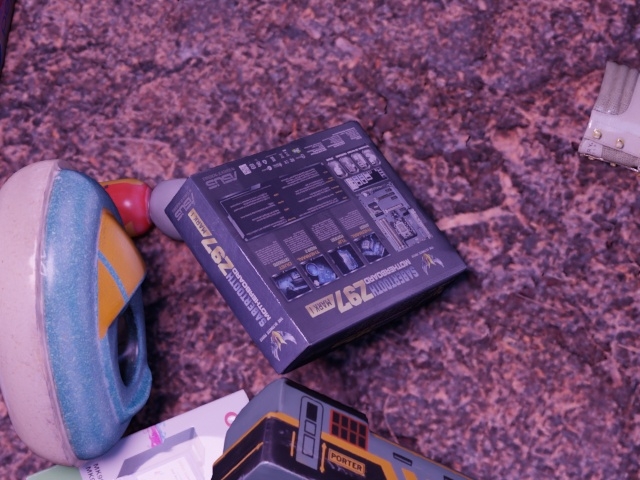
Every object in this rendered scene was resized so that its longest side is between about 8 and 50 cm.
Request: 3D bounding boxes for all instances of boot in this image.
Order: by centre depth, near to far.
[{"bbox_3d":[0.322,-0.062,1.417,0.165,0.077,0.213,13,71,5],"label":"boot"}]

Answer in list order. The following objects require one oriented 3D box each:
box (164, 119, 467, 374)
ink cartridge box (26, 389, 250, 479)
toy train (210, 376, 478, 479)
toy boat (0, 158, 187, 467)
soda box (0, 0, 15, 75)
[{"bbox_3d":[0.000,0.000,1.357,0.233,0.059,0.183,-24,72,-45],"label":"box"},{"bbox_3d":[-0.133,0.246,1.349,0.212,0.093,0.154,-21,75,-5],"label":"ink cartridge box"},{"bbox_3d":[0.052,0.249,1.261,0.334,0.142,0.190,26,43,-20],"label":"toy train"},{"bbox_3d":[-0.186,0.027,1.329,0.148,0.318,0.267,-1,119,9],"label":"toy boat"},{"bbox_3d":[-0.359,-0.214,1.486,0.092,0.083,0.263,6,76,4],"label":"soda box"}]
